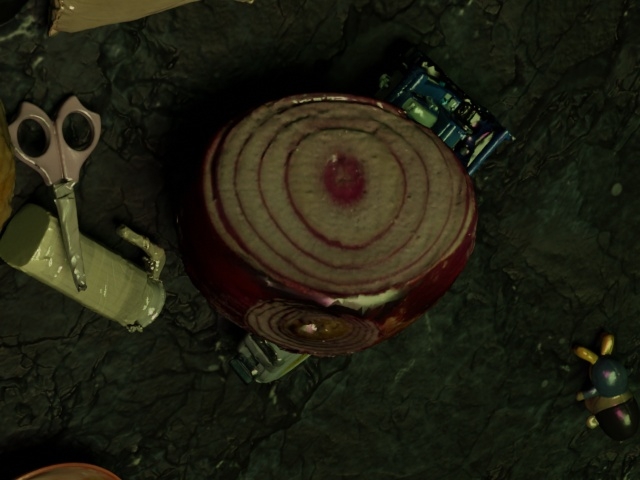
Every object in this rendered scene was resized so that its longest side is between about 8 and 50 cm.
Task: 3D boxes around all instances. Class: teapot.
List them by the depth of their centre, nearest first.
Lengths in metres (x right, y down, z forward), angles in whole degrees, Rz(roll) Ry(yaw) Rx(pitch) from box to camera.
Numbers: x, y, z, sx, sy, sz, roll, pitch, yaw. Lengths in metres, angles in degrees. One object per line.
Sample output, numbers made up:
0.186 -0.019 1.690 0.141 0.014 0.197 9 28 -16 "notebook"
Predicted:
-0.258 0.020 1.947 0.200 0.077 0.107 35 81 -43 "teapot"

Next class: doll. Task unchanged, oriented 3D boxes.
0.421 0.219 2.521 0.102 0.089 0.179 -24 108 -17 "doll"

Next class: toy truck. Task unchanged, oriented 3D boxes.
0.144 -0.134 2.055 0.113 0.126 0.208 -50 134 7 "toy truck"

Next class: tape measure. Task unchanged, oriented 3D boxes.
0.022 0.070 2.154 0.330 0.084 0.164 -34 178 -35 "tape measure"

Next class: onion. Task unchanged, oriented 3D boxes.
0.000 0.000 1.943 0.336 0.282 0.260 -1 153 -11 "onion"

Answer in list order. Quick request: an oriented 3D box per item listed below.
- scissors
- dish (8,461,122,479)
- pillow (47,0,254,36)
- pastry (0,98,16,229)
-0.277 -0.049 1.853 0.110 0.021 0.212 -12 97 -28 "scissors"
-0.350 0.378 2.114 0.260 0.085 0.260 -13 114 -30 "dish"
-0.154 -0.302 1.786 0.270 0.067 0.173 -12 131 -25 "pillow"
-0.449 -0.057 1.708 0.329 0.136 0.330 -12 124 -18 "pastry"
